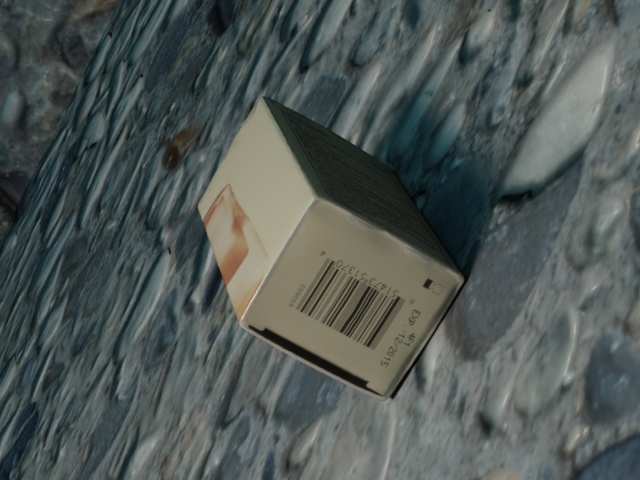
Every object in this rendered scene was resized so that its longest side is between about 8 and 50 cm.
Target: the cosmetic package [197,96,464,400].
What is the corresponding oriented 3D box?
[{"bbox_3d":[0.000,0.000,1.689,0.129,0.153,0.296,-58,17,12],"label":"cosmetic package"}]
